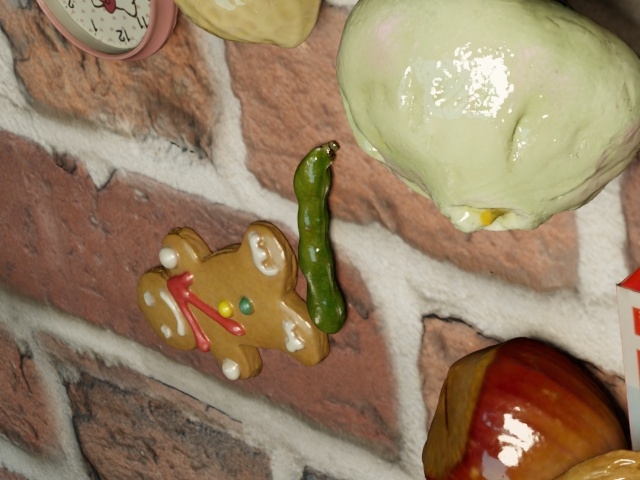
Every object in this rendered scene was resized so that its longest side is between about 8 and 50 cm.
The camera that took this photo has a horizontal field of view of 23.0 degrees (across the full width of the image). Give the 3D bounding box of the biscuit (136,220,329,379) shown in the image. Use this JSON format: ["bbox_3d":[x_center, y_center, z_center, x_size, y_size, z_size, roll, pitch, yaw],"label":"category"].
[{"bbox_3d":[-0.129,0.085,1.949,0.340,0.047,0.216,-4,114,49],"label":"biscuit"}]

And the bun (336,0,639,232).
[{"bbox_3d":[0.131,-0.100,1.333,0.283,0.179,0.283,23,166,6],"label":"bun"}]

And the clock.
[{"bbox_3d":[-0.250,-0.315,1.762,0.244,0.056,0.244,26,133,30],"label":"clock"}]

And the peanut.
[{"bbox_3d":[-0.126,-0.304,1.570,0.313,0.149,0.149,44,142,12],"label":"peanut"}]

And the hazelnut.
[{"bbox_3d":[0.211,0.208,1.577,0.212,0.181,0.181,119,153,-46],"label":"hazelnut"}]

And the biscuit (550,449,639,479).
[{"bbox_3d":[0.312,0.302,1.505,0.277,0.052,0.262,21,138,-21],"label":"biscuit"}]

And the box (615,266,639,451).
[{"bbox_3d":[0.347,0.139,1.461,0.123,0.050,0.229,17,130,42],"label":"box"}]

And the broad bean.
[{"bbox_3d":[-0.001,0.001,1.742,0.053,0.052,0.256,-2,122,1],"label":"broad bean"}]
